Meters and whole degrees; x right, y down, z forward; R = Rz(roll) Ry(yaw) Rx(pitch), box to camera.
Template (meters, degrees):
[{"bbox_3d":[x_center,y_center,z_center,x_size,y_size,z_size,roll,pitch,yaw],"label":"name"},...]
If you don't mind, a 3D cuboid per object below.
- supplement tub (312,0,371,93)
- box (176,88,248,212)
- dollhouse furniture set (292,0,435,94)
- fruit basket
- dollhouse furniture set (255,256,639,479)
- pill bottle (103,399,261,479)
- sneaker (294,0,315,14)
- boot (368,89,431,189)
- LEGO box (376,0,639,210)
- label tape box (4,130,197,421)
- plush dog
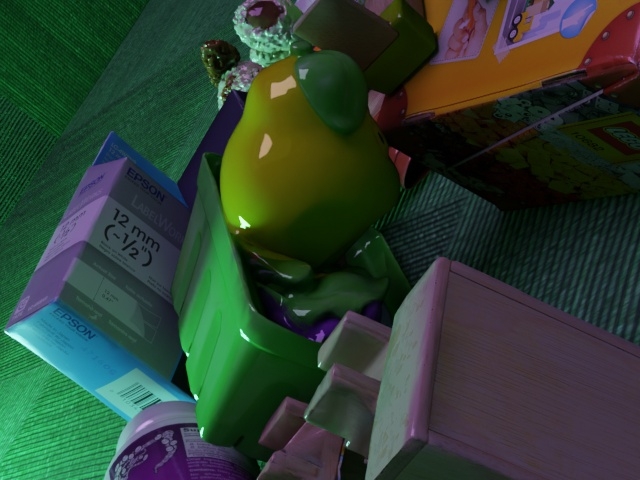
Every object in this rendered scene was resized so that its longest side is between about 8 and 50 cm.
[{"bbox_3d":[0.053,-0.270,1.678,0.190,0.117,0.117,-54,23,-10],"label":"supplement tub"},{"bbox_3d":[-0.044,-0.080,1.463,0.153,0.207,0.108,-55,47,26],"label":"box"},{"bbox_3d":[0.057,-0.330,1.218,0.197,0.151,0.301,-43,33,36],"label":"dollhouse furniture set"},{"bbox_3d":[0.000,0.000,1.201,0.392,0.283,0.392,-46,31,38],"label":"fruit basket"},{"bbox_3d":[0.100,0.233,0.872,0.362,0.256,0.394,-75,13,-47],"label":"dollhouse furniture set"},{"bbox_3d":[-0.130,0.279,1.184,0.169,0.169,0.301,-47,23,4],"label":"pill bottle"},{"bbox_3d":[-0.017,-0.405,2.184,0.094,0.080,0.212,-6,45,43],"label":"sneaker"},{"bbox_3d":[0.075,-0.095,1.533,0.152,0.073,0.197,46,115,49],"label":"boot"},{"bbox_3d":[0.292,-0.307,1.165,0.372,0.193,0.500,-7,61,58],"label":"LEGO box"},{"bbox_3d":[-0.190,0.034,1.433,0.115,0.249,0.348,-29,31,39],"label":"label tape box"},{"bbox_3d":[-0.068,-0.236,1.867,0.225,0.262,0.210,-21,1,33],"label":"plush dog"}]
